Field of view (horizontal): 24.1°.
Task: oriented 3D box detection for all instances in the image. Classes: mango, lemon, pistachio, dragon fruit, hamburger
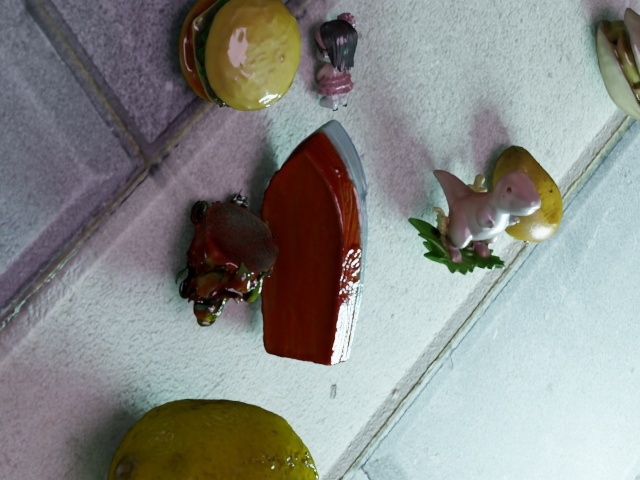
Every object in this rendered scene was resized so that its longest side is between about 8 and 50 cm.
[{"bbox_3d":[0.324,-0.066,2.377,0.115,0.089,0.165,-56,131,-18],"label":"mango"},{"bbox_3d":[-0.143,0.325,1.930,0.310,0.258,0.258,15,93,-44],"label":"lemon"},{"bbox_3d":[0.529,-0.284,2.487,0.223,0.126,0.152,48,36,-37],"label":"pistachio"},{"bbox_3d":[-0.131,0.025,1.951,0.175,0.138,0.142,-56,176,7],"label":"dragon fruit"},{"bbox_3d":[-0.102,-0.241,1.883,0.162,0.115,0.162,-17,114,-43],"label":"hamburger"}]

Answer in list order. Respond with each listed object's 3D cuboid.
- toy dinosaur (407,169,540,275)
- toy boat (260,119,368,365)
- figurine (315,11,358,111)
[{"bbox_3d":[0.226,-0.045,2.226,0.152,0.194,0.177,-1,122,-30],"label":"toy dinosaur"},{"bbox_3d":[0.000,0.000,2.053,0.133,0.145,0.332,-34,130,-61],"label":"toy boat"},{"bbox_3d":[0.026,-0.244,2.053,0.072,0.054,0.129,-25,122,-42],"label":"figurine"}]
